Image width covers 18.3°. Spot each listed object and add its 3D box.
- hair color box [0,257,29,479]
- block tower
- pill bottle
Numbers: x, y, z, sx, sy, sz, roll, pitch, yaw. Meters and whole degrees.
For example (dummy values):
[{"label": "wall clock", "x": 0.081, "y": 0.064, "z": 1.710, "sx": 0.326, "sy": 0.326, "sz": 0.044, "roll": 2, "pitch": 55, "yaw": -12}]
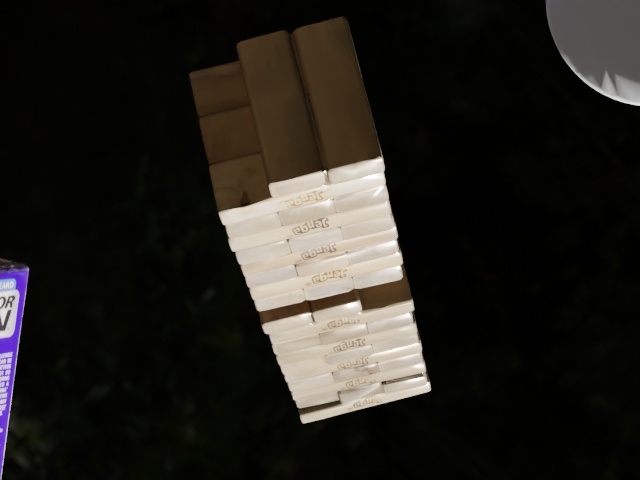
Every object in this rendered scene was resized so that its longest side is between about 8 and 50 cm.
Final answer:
[{"label": "hair color box", "x": -0.333, "y": 0.164, "z": 1.459, "sx": 0.185, "sy": 0.338, "sz": 0.110, "roll": 13, "pitch": -172, "yaw": 31}, {"label": "block tower", "x": 0.000, "y": 0.000, "z": 1.160, "sx": 0.091, "sy": 0.335, "sz": 0.097, "roll": -13, "pitch": -117, "yaw": 1}, {"label": "pill bottle", "x": 0.247, "y": -0.188, "z": 1.346, "sx": 0.162, "sy": 0.162, "sz": 0.278, "roll": -35, "pitch": -176, "yaw": 26}]
